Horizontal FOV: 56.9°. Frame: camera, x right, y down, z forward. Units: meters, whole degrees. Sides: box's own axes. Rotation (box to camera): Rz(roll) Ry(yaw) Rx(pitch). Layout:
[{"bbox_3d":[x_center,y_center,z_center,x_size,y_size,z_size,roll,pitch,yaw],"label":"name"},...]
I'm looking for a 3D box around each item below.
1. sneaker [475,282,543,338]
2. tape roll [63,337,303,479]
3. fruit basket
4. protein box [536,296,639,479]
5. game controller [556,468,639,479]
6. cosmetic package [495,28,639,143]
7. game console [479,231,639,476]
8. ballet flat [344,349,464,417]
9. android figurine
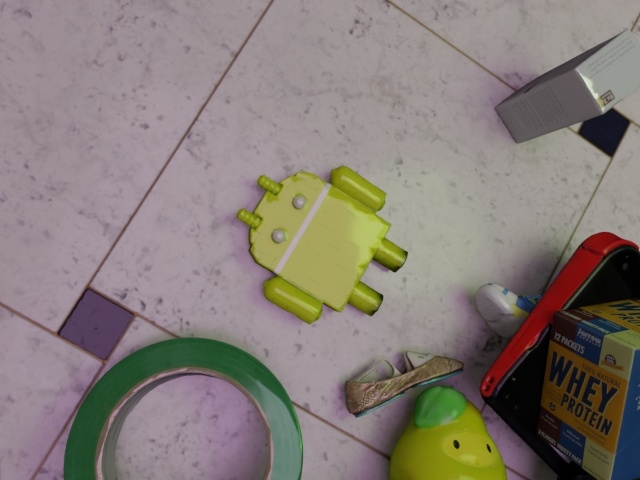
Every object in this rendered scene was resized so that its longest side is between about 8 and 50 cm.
[{"bbox_3d":[0.364,0.123,0.994,0.240,0.091,0.126,43,70,-19],"label":"sneaker"},{"bbox_3d":[-0.186,0.301,0.833,0.321,0.077,0.321,1,74,-4],"label":"tape roll"},{"bbox_3d":[0.196,0.420,0.858,0.391,0.283,0.392,-4,104,-15],"label":"fruit basket"},{"bbox_3d":[0.444,0.206,0.846,0.199,0.136,0.201,-5,106,-23],"label":"protein box"},{"bbox_3d":[0.524,0.412,0.950,0.319,0.067,0.166,20,124,-23],"label":"game controller"},{"bbox_3d":[0.394,-0.236,0.940,0.117,0.231,0.085,-36,94,-12],"label":"cosmetic package"},{"bbox_3d":[0.453,0.212,0.963,0.342,0.060,0.386,-48,117,-6],"label":"game console"},{"bbox_3d":[0.132,0.215,0.948,0.206,0.073,0.067,-19,77,-15],"label":"ballet flat"},{"bbox_3d":[0.000,0.000,0.939,0.272,0.056,0.248,34,81,-10],"label":"android figurine"}]
